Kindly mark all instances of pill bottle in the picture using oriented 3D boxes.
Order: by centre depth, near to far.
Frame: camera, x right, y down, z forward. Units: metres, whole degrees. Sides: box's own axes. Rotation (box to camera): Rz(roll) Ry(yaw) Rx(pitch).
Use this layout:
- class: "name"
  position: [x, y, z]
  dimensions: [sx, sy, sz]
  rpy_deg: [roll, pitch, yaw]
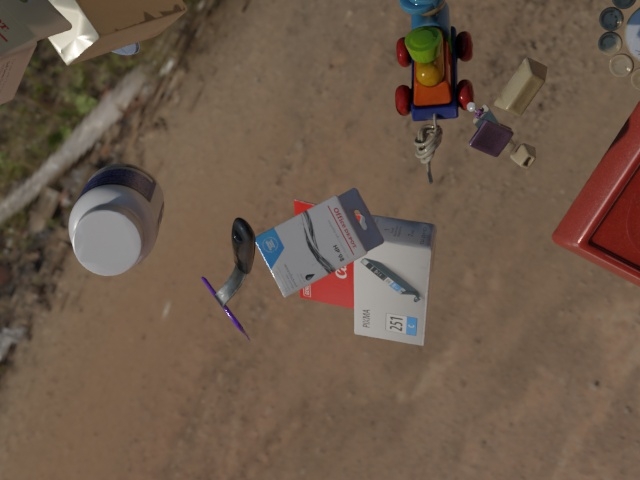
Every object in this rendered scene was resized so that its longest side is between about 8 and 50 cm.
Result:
- class: "pill bottle"
  position: [-0.259, -0.024, 1.445]
  dimensions: [0.112, 0.112, 0.187]
  rpy_deg: [-57, 12, 13]

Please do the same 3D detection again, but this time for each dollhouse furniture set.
- class: "dollhouse furniture set"
  position: [0.219, -0.157, 1.286]
  dimensions: [0.114, 0.091, 0.081]
  rpy_deg: [-57, 31, 25]

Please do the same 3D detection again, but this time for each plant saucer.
- class: "plant saucer"
  position: [0.500, -0.035, 1.604]
  dimensions: [0.259, 0.258, 0.048]
  rpy_deg: [-62, 3, 28]

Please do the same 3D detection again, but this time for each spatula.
- class: "spatula"
  position: [-0.095, 0.040, 1.253]
  dimensions: [0.030, 0.084, 0.296]
  rpy_deg: [-33, -15, -22]

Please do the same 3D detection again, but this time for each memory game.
- class: "memory game"
  position: [0.504, -0.308, 1.693]
  dimensions: [0.186, 0.186, 0.012]
  rpy_deg: [-41, 2, 35]

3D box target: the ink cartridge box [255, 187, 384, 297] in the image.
- class: "ink cartridge box"
  position: [0.000, 0.000, 1.735]
  dimensions: [0.180, 0.104, 0.060]
  rpy_deg: [-28, -1, -3]

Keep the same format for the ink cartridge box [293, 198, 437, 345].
- class: "ink cartridge box"
  position: [0.074, 0.064, 2.077]
  dimensions: [0.296, 0.261, 0.066]
  rpy_deg: [87, -164, -50]

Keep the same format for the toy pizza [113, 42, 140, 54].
- class: "toy pizza"
  position: [-0.413, -0.414, 2.095]
  dimensions: [0.201, 0.201, 0.032]
  rpy_deg: [2, 57, 58]

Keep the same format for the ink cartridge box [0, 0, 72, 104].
- class: "ink cartridge box"
  position: [-0.509, -0.246, 1.425]
  dimensions: [0.353, 0.207, 0.119]
  rpy_deg: [-37, -11, -48]

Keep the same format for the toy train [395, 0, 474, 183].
- class: "toy train"
  position: [0.143, -0.215, 1.484]
  dimensions: [0.105, 0.143, 0.248]
  rpy_deg: [-4, 56, 12]

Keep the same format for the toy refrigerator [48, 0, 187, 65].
- class: "toy refrigerator"
  position: [-0.340, -0.371, 1.856]
  dimensions: [0.094, 0.102, 0.269]
  rpy_deg: [-32, 4, 32]
